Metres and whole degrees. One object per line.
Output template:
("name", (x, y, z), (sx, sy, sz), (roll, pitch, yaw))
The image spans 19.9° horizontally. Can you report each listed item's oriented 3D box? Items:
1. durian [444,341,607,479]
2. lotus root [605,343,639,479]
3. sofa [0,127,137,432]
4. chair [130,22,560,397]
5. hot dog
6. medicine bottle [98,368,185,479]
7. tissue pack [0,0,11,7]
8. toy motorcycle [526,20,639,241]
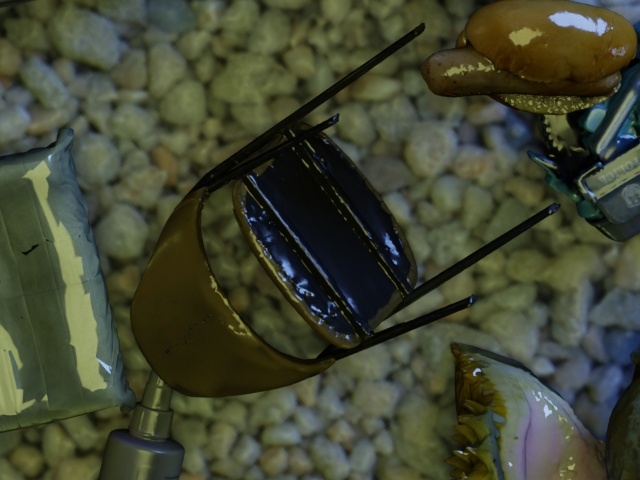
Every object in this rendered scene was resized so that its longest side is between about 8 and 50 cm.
("durian", (0.162, 0.228, 1.259), (0.185, 0.195, 0.305), (-31, 100, 6))
("lotus root", (0.309, 0.212, 1.219), (0.175, 0.175, 0.350), (-32, 83, 0))
("sofa", (-0.253, 0.050, 1.212), (0.225, 0.176, 0.210), (-12, 97, -2))
("chair", (0.000, 0.000, 1.241), (0.247, 0.172, 0.159), (-30, 100, 43))
("hot dog", (0.136, -0.118, 1.183), (0.140, 0.090, 0.060), (11, 59, -20))
("medicine bottle", (-0.131, 0.175, 1.295), (0.057, 0.057, 0.199), (13, 94, -5))
("tissue pack", (-0.192, -0.209, 1.141), (0.201, 0.271, 0.124), (-15, 99, -2))
("toy motorcycle", (0.285, -0.090, 1.266), (0.272, 0.123, 0.182), (-31, 103, 5))
